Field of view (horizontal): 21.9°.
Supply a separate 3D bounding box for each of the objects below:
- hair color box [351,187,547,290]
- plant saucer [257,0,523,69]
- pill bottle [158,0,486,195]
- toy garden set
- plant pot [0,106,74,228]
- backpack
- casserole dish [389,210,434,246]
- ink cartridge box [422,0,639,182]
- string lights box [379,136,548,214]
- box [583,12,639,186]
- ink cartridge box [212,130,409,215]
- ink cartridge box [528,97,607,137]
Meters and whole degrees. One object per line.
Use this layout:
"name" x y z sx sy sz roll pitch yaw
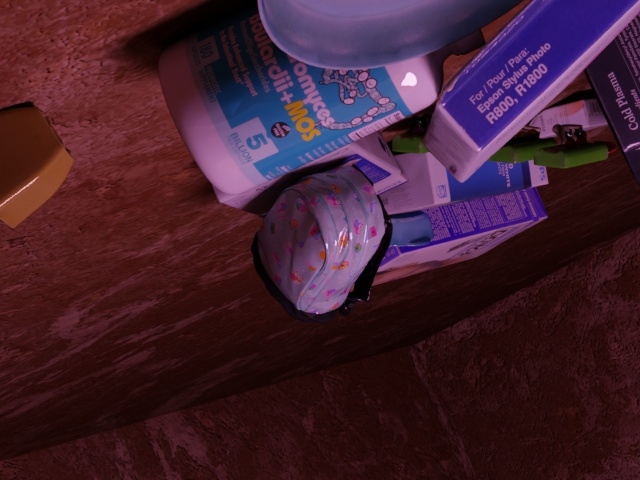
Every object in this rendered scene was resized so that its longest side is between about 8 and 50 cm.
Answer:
"hair color box" 0.169 -0.019 2.568 0.339 0.110 0.185 -12 166 -40
"plant saucer" 0.089 -0.249 1.218 0.318 0.043 0.317 -23 154 -12
"pill bottle" 0.004 -0.154 1.422 0.264 0.146 0.146 -25 169 9
"toy garden set" 0.246 -0.135 2.053 0.244 0.049 0.204 8 -167 36
"plant pot" -0.267 -0.073 1.456 0.083 0.081 0.081 -35 170 -3
"backpack" 0.000 0.000 1.870 0.115 0.152 0.182 -25 161 -39
"casserole dish" 0.071 -0.032 2.267 0.188 0.037 0.114 17 -162 39
"ink cartridge box" 0.234 -0.200 1.507 0.324 0.071 0.330 -44 178 -2
"string lights box" 0.177 -0.088 2.227 0.133 0.076 0.260 -10 -179 42
"box" 0.479 -0.225 1.979 0.313 0.179 0.343 -26 169 10
"ink cartridge box" -0.010 -0.085 1.969 0.165 0.065 0.333 -25 168 11
"ink cartridge box" 0.349 -0.174 2.398 0.179 0.045 0.145 -8 -177 41
